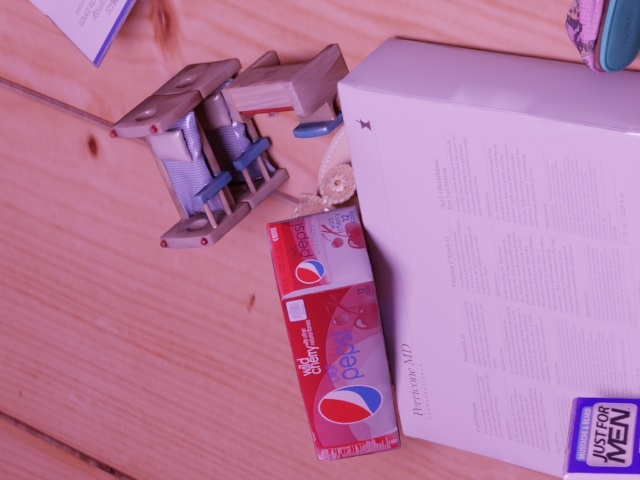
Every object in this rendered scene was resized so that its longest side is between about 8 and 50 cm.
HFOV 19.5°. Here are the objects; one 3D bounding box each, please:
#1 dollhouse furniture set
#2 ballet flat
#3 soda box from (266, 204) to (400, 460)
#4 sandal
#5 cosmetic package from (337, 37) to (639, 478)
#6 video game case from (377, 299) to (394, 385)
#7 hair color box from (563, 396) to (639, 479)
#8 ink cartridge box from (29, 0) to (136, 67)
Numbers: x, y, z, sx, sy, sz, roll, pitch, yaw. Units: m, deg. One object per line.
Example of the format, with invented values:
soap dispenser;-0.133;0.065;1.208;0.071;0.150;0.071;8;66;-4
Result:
dollhouse furniture set;-0.066;-0.081;1.662;0.183;0.129;0.129;-3;120;41
ballet flat;0.218;-0.224;1.366;0.079;0.077;0.221;45;144;31
soda box;0.014;0.089;1.673;0.083;0.092;0.263;-12;140;-1
sandal;0.005;0.003;1.688;0.088;0.079;0.240;33;131;17
cosmetic package;0.182;0.028;1.570;0.284;0.097;0.377;11;129;31
video game case;0.043;0.062;1.774;0.119;0.015;0.166;19;132;28
hair color box;0.370;0.228;1.483;0.338;0.110;0.185;0;124;15
ink cartridge box;-0.239;-0.355;1.635;0.307;0.072;0.303;42;137;2
